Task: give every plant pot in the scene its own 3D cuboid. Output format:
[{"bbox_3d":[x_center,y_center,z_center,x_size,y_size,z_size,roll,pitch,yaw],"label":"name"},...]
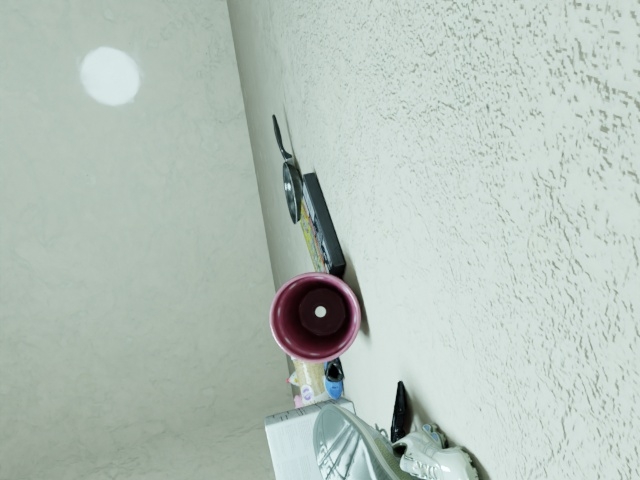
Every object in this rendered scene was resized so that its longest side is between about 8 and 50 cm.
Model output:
[{"bbox_3d":[-0.003,0.172,1.141,0.180,0.201,0.202,29,-132,-82],"label":"plant pot"}]

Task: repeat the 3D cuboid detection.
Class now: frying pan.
[{"bbox_3d":[-0.100,-0.210,1.538,0.197,0.053,0.327,119,139,-74],"label":"frying pan"}]

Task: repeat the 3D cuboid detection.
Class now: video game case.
[{"bbox_3d":[0.000,0.000,1.299,0.248,0.035,0.275,98,156,-61],"label":"video game case"}]

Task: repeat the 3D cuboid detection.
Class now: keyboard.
[{"bbox_3d":[0.157,0.359,0.930,0.100,0.038,0.192,-80,-10,-46],"label":"keyboard"}]

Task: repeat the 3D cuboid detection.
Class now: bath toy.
[{"bbox_3d":[-0.069,0.766,2.263,0.151,0.128,0.349,132,126,-77],"label":"bath toy"}]

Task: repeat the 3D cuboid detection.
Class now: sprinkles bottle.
[{"bbox_3d":[-0.015,0.542,1.752,0.121,0.121,0.356,118,138,-74],"label":"sprinkles bottle"}]

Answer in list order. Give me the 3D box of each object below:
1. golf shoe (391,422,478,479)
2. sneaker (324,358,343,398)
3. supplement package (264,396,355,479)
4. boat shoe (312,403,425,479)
[{"bbox_3d":[0.161,0.326,0.694,0.176,0.085,0.069,168,92,-78],"label":"golf shoe"},{"bbox_3d":[0.041,0.432,1.502,0.084,0.058,0.152,-114,20,-80],"label":"sneaker"},{"bbox_3d":[-0.021,0.613,1.475,0.198,0.262,0.200,122,135,-76],"label":"supplement package"},{"bbox_3d":[0.104,0.389,0.777,0.320,0.103,0.118,34,100,43],"label":"boat shoe"}]
